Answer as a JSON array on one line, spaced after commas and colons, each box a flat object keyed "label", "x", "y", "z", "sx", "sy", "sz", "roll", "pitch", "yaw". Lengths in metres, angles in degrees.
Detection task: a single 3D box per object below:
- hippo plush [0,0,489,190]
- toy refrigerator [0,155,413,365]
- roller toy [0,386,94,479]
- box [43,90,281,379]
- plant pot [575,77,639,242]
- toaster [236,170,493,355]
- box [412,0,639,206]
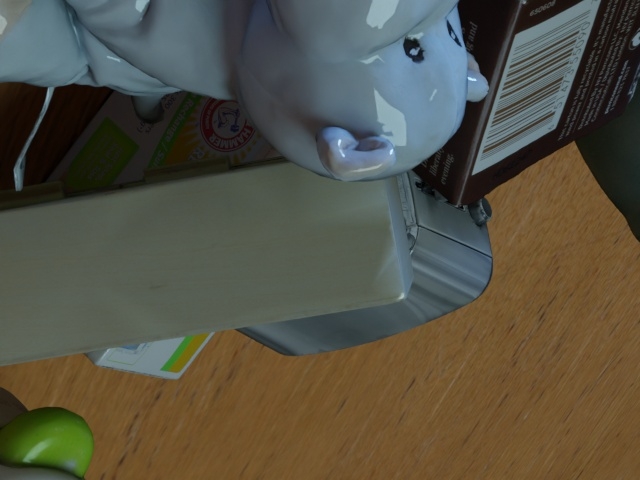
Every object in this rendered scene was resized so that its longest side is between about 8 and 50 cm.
[{"label": "hippo plush", "x": -0.053, "y": -0.108, "z": 0.813, "sx": 0.234, "sy": 0.236, "sz": 0.294, "roll": -31, "pitch": 140, "yaw": -47}, {"label": "toy refrigerator", "x": -0.089, "y": 0.004, "z": 0.964, "sx": 0.269, "sy": 0.094, "sz": 0.102, "roll": -10, "pitch": -175, "yaw": 7}, {"label": "roller toy", "x": -0.249, "y": 0.190, "z": 1.107, "sx": 0.209, "sy": 0.146, "sz": 0.191, "roll": -26, "pitch": 139, "yaw": -27}, {"label": "box", "x": -0.089, "y": -0.027, "z": 1.081, "sx": 0.203, "sy": 0.114, "sz": 0.103, "roll": -52, "pitch": 155, "yaw": 8}, {"label": "plant pot", "x": 0.294, "y": -0.163, "z": 1.335, "sx": 0.293, "sy": 0.196, "sz": 0.293, "roll": -43, "pitch": 177, "yaw": -3}, {"label": "toaster", "x": 0.000, "y": 0.000, "z": 1.206, "sx": 0.227, "sy": 0.129, "sz": 0.146, "roll": -17, "pitch": 159, "yaw": 21}, {"label": "box", "x": 0.087, "y": -0.165, "z": 1.049, "sx": 0.167, "sy": 0.203, "sz": 0.168, "roll": -30, "pitch": 150, "yaw": -33}]
